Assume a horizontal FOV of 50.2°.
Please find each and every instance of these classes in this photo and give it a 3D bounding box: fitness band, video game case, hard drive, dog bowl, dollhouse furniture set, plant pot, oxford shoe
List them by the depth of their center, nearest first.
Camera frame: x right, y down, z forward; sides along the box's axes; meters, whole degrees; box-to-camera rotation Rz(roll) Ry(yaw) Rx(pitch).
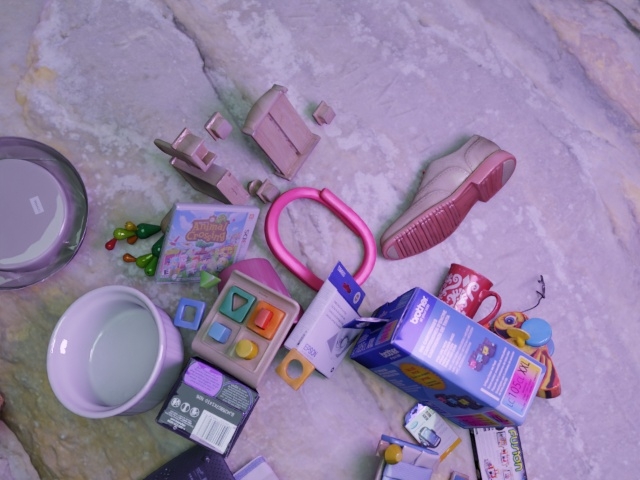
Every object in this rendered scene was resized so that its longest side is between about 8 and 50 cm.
[{"bbox_3d":[0.233,0.606,1.459,0.303,0.198,0.287,26,78,-25],"label":"dollhouse furniture set"},{"bbox_3d":[-0.304,0.569,1.488,0.254,0.054,0.172,-33,59,-9],"label":"hard drive"},{"bbox_3d":[-0.252,0.008,1.526,0.212,0.023,0.193,0,119,-40],"label":"video game case"},{"bbox_3d":[-0.692,-0.055,1.544,0.348,0.102,0.349,1,82,-7],"label":"dog bowl"},{"bbox_3d":[-0.148,0.148,1.545,0.201,0.201,0.180,-18,68,-10],"label":"plant pot"},{"bbox_3d":[-0.175,-0.271,1.585,0.173,0.303,0.356,25,74,35],"label":"dollhouse furniture set"},{"bbox_3d":[0.000,0.000,1.631,0.291,0.054,0.209,42,77,-11],"label":"fitness band"},{"bbox_3d":[0.289,-0.105,1.683,0.397,0.140,0.146,-37,56,-6],"label":"oxford shoe"}]

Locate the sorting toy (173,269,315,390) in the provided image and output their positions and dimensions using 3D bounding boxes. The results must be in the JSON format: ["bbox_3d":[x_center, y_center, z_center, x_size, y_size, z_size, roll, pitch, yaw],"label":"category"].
[{"bbox_3d":[-0.160,0.178,1.403,0.347,0.047,0.196,25,85,24],"label":"sorting toy"}]

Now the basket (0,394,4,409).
[{"bbox_3d":[-0.847,0.377,1.462,0.299,0.223,0.214,-32,119,-11],"label":"basket"}]

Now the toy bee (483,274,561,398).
[{"bbox_3d":[0.475,0.241,1.635,0.162,0.298,0.195,-10,119,18],"label":"toy bee"}]

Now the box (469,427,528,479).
[{"bbox_3d":[0.426,0.524,1.628,0.114,0.036,0.207,-7,82,-8],"label":"box"}]

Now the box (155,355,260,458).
[{"bbox_3d":[-0.235,0.345,1.453,0.165,0.270,0.143,29,79,-2],"label":"box"}]

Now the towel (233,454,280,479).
[{"bbox_3d":[-0.135,0.631,1.466,0.209,0.034,0.285,-37,57,-10],"label":"towel"}]

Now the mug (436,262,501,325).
[{"bbox_3d":[0.332,0.155,1.622,0.113,0.150,0.169,32,83,-21],"label":"mug"}]

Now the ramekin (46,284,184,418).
[{"bbox_3d":[-0.430,0.246,1.470,0.277,0.135,0.277,-6,70,17],"label":"ramekin"}]

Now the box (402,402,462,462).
[{"bbox_3d":[0.261,0.452,1.624,0.081,0.028,0.136,-41,86,-11],"label":"box"}]

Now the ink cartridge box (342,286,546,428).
[{"bbox_3d":[0.245,0.253,1.515,0.395,0.270,0.151,34,67,-4],"label":"ink cartridge box"}]

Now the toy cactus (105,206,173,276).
[{"bbox_3d":[-0.369,-0.004,1.586,0.218,0.112,0.181,21,69,5],"label":"toy cactus"}]

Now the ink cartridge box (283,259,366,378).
[{"bbox_3d":[0.031,0.184,1.545,0.045,0.223,0.224,26,77,30],"label":"ink cartridge box"}]
